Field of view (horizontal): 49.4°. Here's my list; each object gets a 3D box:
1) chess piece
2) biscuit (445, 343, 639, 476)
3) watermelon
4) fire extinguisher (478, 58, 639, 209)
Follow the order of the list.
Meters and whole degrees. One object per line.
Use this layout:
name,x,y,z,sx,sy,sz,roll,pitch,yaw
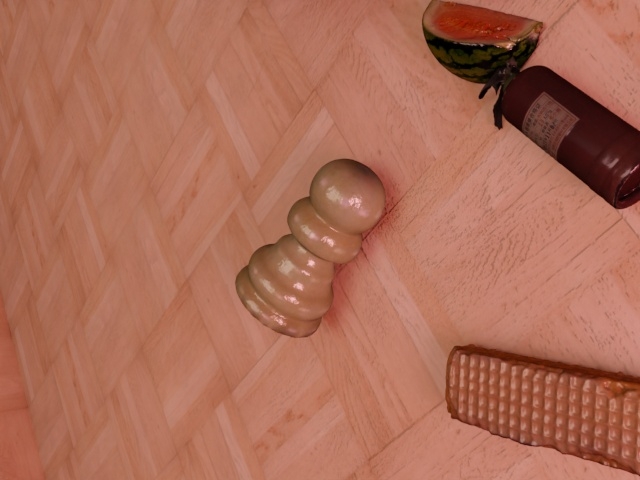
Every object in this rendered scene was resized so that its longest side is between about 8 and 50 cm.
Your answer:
chess piece,0.000,0.000,0.980,0.251,0.144,0.144,-55,52,26
biscuit,0.281,0.175,0.702,0.378,0.054,0.094,2,91,49
watermelon,0.168,-0.234,0.819,0.163,0.068,0.087,31,114,43
fire extinguisher,0.247,-0.118,0.735,0.231,0.071,0.099,50,153,37
